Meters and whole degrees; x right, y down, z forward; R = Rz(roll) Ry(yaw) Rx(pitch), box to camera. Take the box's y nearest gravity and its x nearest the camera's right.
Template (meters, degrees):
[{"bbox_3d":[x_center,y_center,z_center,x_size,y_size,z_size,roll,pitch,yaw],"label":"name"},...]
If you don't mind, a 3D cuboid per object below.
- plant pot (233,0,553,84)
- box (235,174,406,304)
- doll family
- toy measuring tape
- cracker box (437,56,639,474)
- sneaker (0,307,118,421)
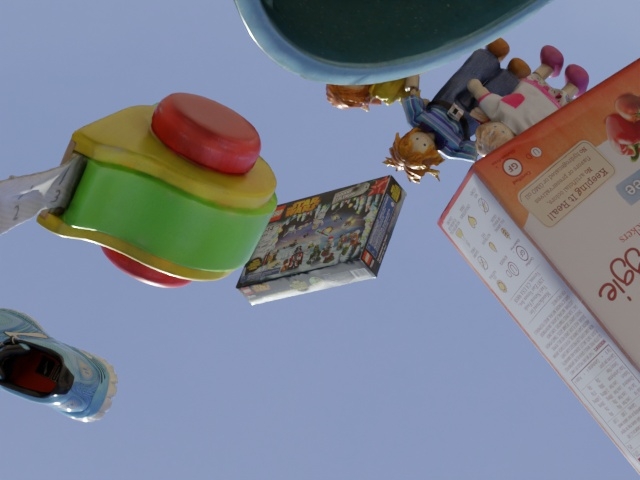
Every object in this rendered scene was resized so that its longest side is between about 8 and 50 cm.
[{"bbox_3d":[0.008,-0.322,0.817,0.341,0.341,0.334,-12,-125,-42],"label":"plant pot"},{"bbox_3d":[0.000,0.000,1.276,0.137,0.027,0.094,-14,-140,38],"label":"box"},{"bbox_3d":[0.101,-0.136,1.370,0.263,0.118,0.163,40,-122,12],"label":"doll family"},{"bbox_3d":[-0.102,-0.013,0.882,0.121,0.121,0.330,20,-160,10],"label":"toy measuring tape"},{"bbox_3d":[0.189,0.029,0.709,0.156,0.067,0.232,-33,-103,-24],"label":"cracker box"},{"bbox_3d":[-0.232,0.084,1.152,0.162,0.063,0.073,16,172,26],"label":"sneaker"}]
